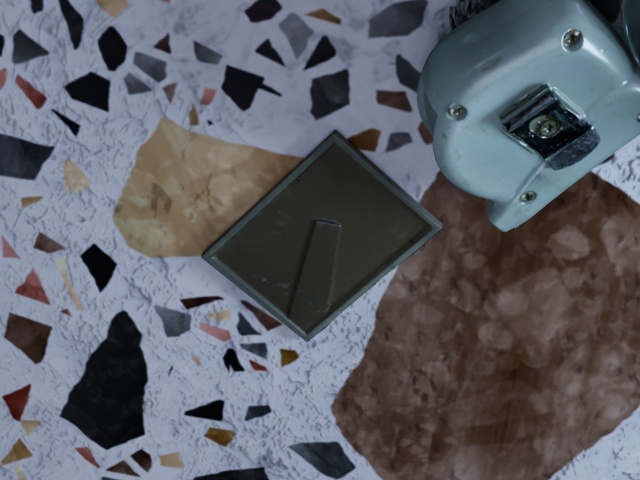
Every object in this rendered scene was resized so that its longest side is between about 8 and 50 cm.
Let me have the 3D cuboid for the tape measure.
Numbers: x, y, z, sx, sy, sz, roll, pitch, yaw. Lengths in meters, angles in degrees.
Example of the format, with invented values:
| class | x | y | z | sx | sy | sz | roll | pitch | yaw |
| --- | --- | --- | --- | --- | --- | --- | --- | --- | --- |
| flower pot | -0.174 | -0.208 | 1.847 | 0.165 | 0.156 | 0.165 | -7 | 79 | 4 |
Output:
| class | x | y | z | sx | sy | sz | roll | pitch | yaw |
| --- | --- | --- | --- | --- | --- | --- | --- | --- | --- |
| tape measure | 0.226 | -0.139 | 1.473 | 0.243 | 0.125 | 0.246 | -39 | 135 | 24 |

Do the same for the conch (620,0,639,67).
| class | x | y | z | sx | sy | sz | roll | pitch | yaw |
| --- | --- | --- | --- | --- | --- | --- | --- | --- | --- |
| conch | 0.464 | -0.189 | 1.400 | 0.249 | 0.197 | 0.368 | -10 | 115 | 31 |

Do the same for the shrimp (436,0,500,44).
| class | x | y | z | sx | sy | sz | roll | pitch | yaw |
| --- | --- | --- | --- | --- | --- | --- | --- | --- | --- |
| shrimp | 0.171 | -0.249 | 1.477 | 0.056 | 0.065 | 0.165 | 45 | 137 | 23 |

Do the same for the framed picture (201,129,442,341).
| class | x | y | z | sx | sy | sz | roll | pitch | yaw |
| --- | --- | --- | --- | --- | --- | --- | --- | --- | --- |
| framed picture | 0.000 | 0.000 | 1.683 | 0.184 | 0.016 | 0.250 | 39 | 119 | -16 |
